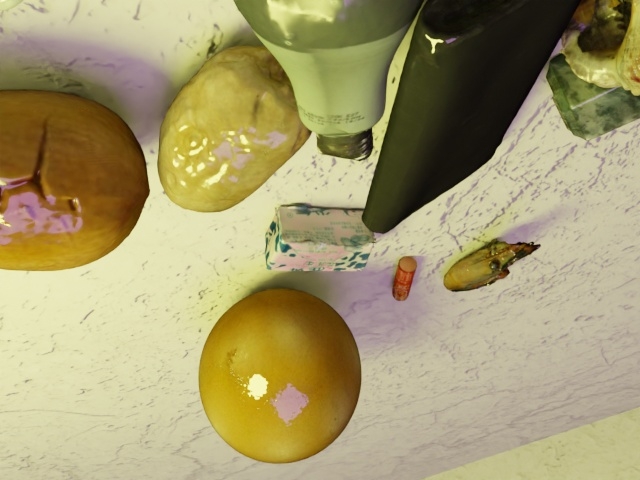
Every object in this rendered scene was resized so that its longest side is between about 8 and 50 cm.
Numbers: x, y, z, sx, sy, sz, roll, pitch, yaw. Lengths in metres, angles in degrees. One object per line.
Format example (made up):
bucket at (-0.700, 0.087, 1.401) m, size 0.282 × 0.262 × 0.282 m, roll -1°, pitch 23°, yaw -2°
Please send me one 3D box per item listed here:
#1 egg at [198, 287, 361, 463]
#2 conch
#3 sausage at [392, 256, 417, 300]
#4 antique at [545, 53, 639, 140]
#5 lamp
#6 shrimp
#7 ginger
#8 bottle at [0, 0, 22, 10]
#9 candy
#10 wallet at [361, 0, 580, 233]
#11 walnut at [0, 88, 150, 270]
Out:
egg at (-0.069, 0.232, 1.247) m, size 0.283 × 0.282 × 0.351 m, roll -7°, pitch 148°, yaw -8°
conch at (0.322, -0.251, 0.737) m, size 0.178 × 0.163 × 0.245 m, roll -15°, pitch 123°, yaw 30°
sausage at (0.149, 0.076, 1.305) m, size 0.034 × 0.034 × 0.129 m, roll -7°, pitch 148°, yaw -7°
antique at (0.375, -0.205, 0.879) m, size 0.183 × 0.088 × 0.086 m, roll -26°, pitch 144°, yaw 22°
lamp at (-0.005, -0.200, 0.657) m, size 0.182 × 0.182 × 0.314 m, roll -1°, pitch 138°, yaw -16°
shrimp at (0.308, 0.031, 1.261) m, size 0.117 × 0.066 × 0.262 m, roll -10°, pitch 166°, yaw -30°
ginger at (-0.102, -0.120, 0.821) m, size 0.152 × 0.138 × 0.267 m, roll -45°, pitch -179°, yaw -42°
bottle at (-0.323, -0.275, 0.573) m, size 0.060 × 0.060 × 0.217 m, roll -23°, pitch 145°, yaw 17°
candy at (0.000, 0.000, 1.099) m, size 0.160 × 0.073 × 0.092 m, roll 2°, pitch 144°, yaw -20°
wallet at (0.159, -0.155, 0.794) m, size 0.228 × 0.062 × 0.406 m, roll -36°, pitch 165°, yaw -17°
walnut at (-0.331, -0.060, 0.768) m, size 0.298 × 0.203 × 0.203 m, roll -9°, pitch 150°, yaw -28°
